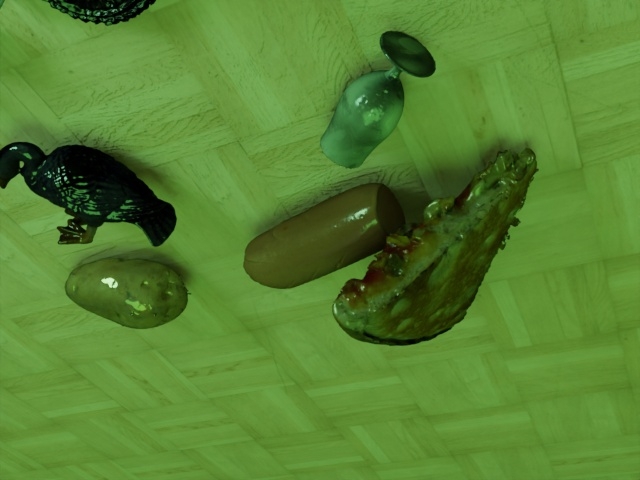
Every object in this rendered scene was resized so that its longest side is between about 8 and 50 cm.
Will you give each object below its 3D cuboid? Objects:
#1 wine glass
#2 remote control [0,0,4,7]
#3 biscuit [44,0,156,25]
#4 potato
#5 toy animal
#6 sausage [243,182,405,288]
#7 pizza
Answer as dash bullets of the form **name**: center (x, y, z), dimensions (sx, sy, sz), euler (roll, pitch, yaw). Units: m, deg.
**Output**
- **wine glass**: center (0.075, -0.195, 1.026), dimensions (0.092, 0.093, 0.202), euler (21, 137, -18)
- **remote control**: center (-0.378, -0.363, 0.826), dimensions (0.103, 0.051, 0.293), euler (52, 148, -18)
- **biscuit**: center (-0.292, -0.358, 0.900), dimensions (0.194, 0.053, 0.195), euler (3, 139, 3)
- **potato**: center (-0.379, 0.103, 1.392), dimensions (0.234, 0.128, 0.161), euler (22, 133, -11)
- **toy animal**: center (-0.390, -0.075, 1.187), dimensions (0.298, 0.122, 0.185), euler (14, 135, 2)
- **sausage**: center (-0.001, 0.000, 1.239), dimensions (0.304, 0.121, 0.121), euler (-24, 132, 31)
- **pizza**: center (0.208, 0.008, 1.185), dimensions (0.406, 0.130, 0.440), euler (-54, 153, 12)
